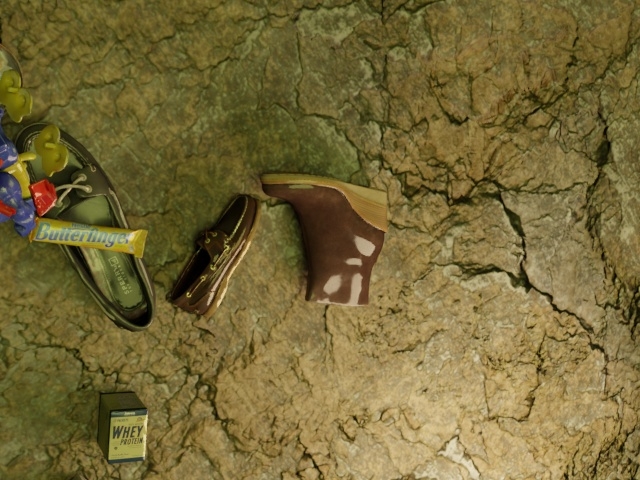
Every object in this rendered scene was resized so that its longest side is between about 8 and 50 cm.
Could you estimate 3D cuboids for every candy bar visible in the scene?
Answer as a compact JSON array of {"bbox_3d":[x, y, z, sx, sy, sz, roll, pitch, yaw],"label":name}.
[{"bbox_3d":[-0.323,-0.006,1.180,0.161,0.018,0.040,9,94,-22],"label":"candy bar"}]

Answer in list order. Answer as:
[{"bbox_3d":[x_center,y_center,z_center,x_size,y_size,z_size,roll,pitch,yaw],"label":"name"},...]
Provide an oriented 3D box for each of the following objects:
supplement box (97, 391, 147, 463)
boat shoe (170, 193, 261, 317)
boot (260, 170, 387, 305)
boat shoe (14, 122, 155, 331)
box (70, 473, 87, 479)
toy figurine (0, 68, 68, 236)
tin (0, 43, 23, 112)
[{"bbox_3d":[-0.303,0.284,1.301,0.056,0.083,0.083,1,99,-26],"label":"supplement box"},{"bbox_3d":[-0.162,0.018,1.326,0.073,0.073,0.207,26,87,-30],"label":"boat shoe"},{"bbox_3d":[0.000,0.000,1.392,0.248,0.090,0.207,10,93,-31],"label":"boot"},{"bbox_3d":[-0.324,-0.016,1.226,0.112,0.095,0.335,-31,112,-18],"label":"boat shoe"},{"bbox_3d":[-0.319,0.492,1.296,0.127,0.148,0.232,-47,115,-11],"label":"box"},{"bbox_3d":[-0.455,-0.111,1.075,0.191,0.217,0.363,-31,68,-23],"label":"toy figurine"},{"bbox_3d":[-0.490,-0.240,1.136,0.189,0.040,0.106,36,79,-28],"label":"tin"}]
